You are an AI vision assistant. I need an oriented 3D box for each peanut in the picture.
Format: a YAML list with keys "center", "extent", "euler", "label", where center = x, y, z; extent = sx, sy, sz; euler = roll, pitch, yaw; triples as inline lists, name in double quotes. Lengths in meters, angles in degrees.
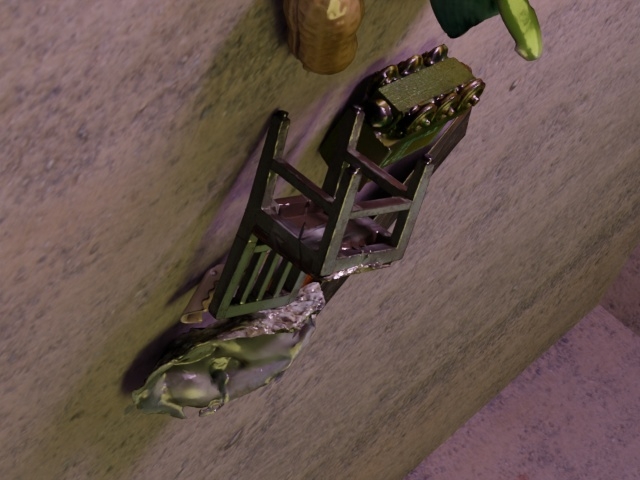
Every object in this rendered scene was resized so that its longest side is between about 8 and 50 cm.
- center: [0.005, -0.213, 1.517]
  extent: [0.080, 0.080, 0.174]
  euler: [-45, 166, -14]
  label: "peanut"

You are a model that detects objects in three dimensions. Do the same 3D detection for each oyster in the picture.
- center: [-0.108, 0.133, 1.900]
  extent: [0.252, 0.087, 0.199]
  euler: [-47, 145, 2]
  label: "oyster"

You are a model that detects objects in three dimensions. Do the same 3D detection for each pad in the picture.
- center: [0.091, -0.031, 2.133]
  extent: [0.367, 0.007, 0.247]
  euler: [-51, 174, -4]
  label: "pad"

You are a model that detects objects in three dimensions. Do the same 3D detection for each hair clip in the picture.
- center: [-0.086, 0.025, 1.842]
  extent: [0.226, 0.072, 0.034]
  euler: [-30, 152, -26]
  label: "hair clip"

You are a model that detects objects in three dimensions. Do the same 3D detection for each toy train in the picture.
- center: [0.104, -0.152, 1.876]
  extent: [0.225, 0.090, 0.137]
  euler: [-27, 159, -51]
  label: "toy train"

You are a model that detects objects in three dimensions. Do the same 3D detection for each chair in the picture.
- center: [0.000, 0.000, 1.723]
  extent: [0.136, 0.147, 0.270]
  euler: [-9, 127, -45]
  label: "chair"

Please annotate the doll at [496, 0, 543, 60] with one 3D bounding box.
- center: [0.229, -0.311, 1.493]
  extent: [0.236, 0.213, 0.213]
  euler: [-49, 163, 1]
  label: "doll"

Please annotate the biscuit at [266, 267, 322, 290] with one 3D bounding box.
- center: [-0.037, 0.052, 2.039]
  extent: [0.250, 0.036, 0.165]
  euler: [-46, 164, 0]
  label: "biscuit"

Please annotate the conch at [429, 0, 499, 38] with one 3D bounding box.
- center: [0.204, -0.329, 1.682]
  extent: [0.196, 0.134, 0.202]
  euler: [-23, -171, 43]
  label: "conch"
